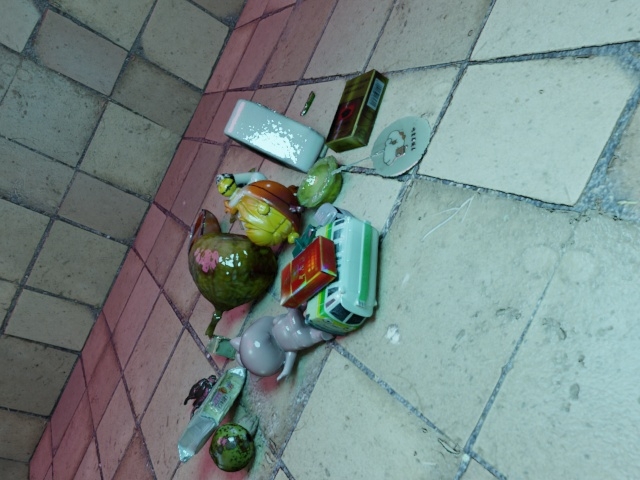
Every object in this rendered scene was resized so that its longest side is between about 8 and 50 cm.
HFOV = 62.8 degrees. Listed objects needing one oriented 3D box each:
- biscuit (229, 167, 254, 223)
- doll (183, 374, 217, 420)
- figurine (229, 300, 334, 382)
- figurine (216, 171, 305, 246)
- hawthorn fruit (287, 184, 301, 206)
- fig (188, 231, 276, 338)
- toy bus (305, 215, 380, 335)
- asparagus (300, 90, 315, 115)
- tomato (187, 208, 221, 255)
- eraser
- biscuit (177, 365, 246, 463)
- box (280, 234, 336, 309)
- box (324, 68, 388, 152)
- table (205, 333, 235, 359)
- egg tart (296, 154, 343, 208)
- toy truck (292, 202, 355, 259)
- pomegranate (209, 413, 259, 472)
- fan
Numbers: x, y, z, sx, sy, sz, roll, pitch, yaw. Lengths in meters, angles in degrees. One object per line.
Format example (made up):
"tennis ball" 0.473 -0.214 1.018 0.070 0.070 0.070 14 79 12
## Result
"biscuit" -0.333 -0.193 2.232 0.139 0.016 0.231 -27 47 48
"doll" -0.399 0.522 1.774 0.165 0.057 0.139 -62 29 4
"figurine" -0.095 0.269 1.436 0.287 0.176 0.186 -37 -4 14
"figurine" -0.181 -0.103 1.666 0.196 0.320 0.323 -47 41 0
"hawthorn fruit" -0.089 -0.136 1.762 0.081 0.081 0.093 -117 40 -53
"fig" -0.311 0.153 1.737 0.286 0.286 0.368 41 117 58
"toy bus" 0.060 0.083 1.310 0.165 0.134 0.276 -30 46 47
"asparagus" -0.051 -0.528 2.034 0.108 0.021 0.025 -63 26 5
"tomato" -0.491 -0.013 2.252 0.199 0.112 0.228 -36 41 51
"eraser" -0.134 -0.347 1.845 0.331 0.331 0.150 22 89 59
"biscuit" -0.313 0.493 1.550 0.186 0.079 0.309 -50 1 20
"box" -0.034 0.080 1.281 0.175 0.048 0.112 -43 36 36
"box" 0.111 -0.404 1.652 0.159 0.071 0.240 2 69 55
"table" -0.329 0.357 1.765 0.083 0.079 0.062 -2 69 55
"egg tart" 0.005 -0.178 1.641 0.197 0.078 0.197 -38 38 37
"toy truck" 0.000 0.000 1.480 0.216 0.116 0.110 -57 31 12
"pomegranate" -0.240 0.549 1.444 0.163 0.126 0.138 -85 -1 -47
"fan" 0.156 -0.240 1.449 0.329 0.009 0.190 -16 56 36
